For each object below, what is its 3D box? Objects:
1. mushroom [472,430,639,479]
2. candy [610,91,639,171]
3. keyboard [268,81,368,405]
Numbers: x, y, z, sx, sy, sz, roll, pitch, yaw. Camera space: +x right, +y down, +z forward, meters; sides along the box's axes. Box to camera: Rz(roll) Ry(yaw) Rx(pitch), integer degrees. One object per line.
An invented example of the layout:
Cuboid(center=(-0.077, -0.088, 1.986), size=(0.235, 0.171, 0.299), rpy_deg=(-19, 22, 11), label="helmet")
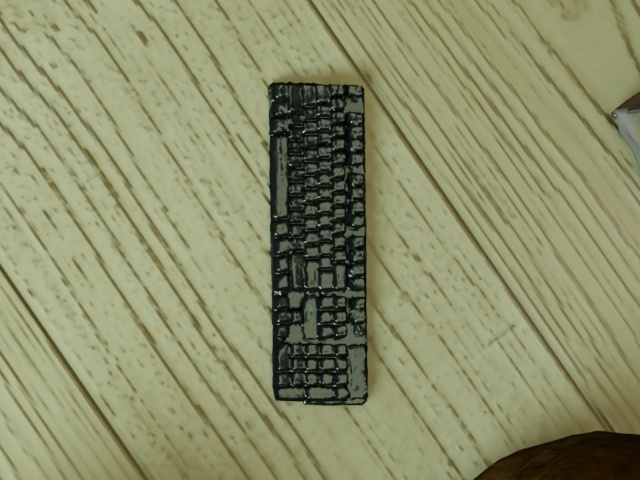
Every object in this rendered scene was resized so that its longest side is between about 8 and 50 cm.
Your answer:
Cuboid(center=(0.185, 0.241, 0.953), size=(0.263, 0.195, 0.283), rpy_deg=(7, 77, -20), label="mushroom")
Cuboid(center=(0.322, -0.112, 1.083), size=(0.265, 0.155, 0.116), rpy_deg=(-33, 92, -19), label="candy")
Cuboid(center=(0.000, 0.000, 1.042), size=(0.060, 0.018, 0.195), rpy_deg=(1, 78, -13), label="keyboard")
